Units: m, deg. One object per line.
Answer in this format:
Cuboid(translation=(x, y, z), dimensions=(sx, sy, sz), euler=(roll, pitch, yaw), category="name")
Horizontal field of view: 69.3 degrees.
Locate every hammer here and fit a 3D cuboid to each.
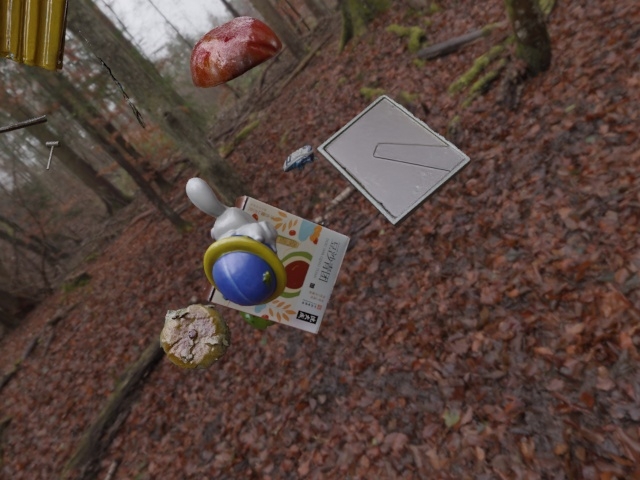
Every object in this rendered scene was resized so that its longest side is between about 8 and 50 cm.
Cuboid(translation=(-1.066, -0.367, 1.540), dimensions=(0.297, 0.027, 0.125), euler=(-27, 0, -33), category="hammer")
Cuboid(translation=(-0.817, -0.256, 1.403), dimensions=(0.019, 0.035, 0.110), euler=(99, 165, -59), category="hammer")

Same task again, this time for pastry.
Cuboid(translation=(-0.459, 0.356, 1.695), dimensions=(0.256, 0.236, 0.121), euler=(-11, -10, -1), category="pastry")

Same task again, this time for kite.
Cuboid(translation=(-0.551, -0.425, 1.250), dimensions=(0.015, 0.286, 0.152), euler=(-34, 23, -11), category="kite")

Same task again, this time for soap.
Cuboid(translation=(-0.851, -0.680, 1.356), dimensions=(0.096, 0.204, 0.325), euler=(-124, 48, -62), category="soap")

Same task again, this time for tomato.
Cuboid(translation=(-0.298, -0.645, 1.547), dimensions=(0.338, 0.144, 0.338), euler=(-18, 35, 13), category="tomato")

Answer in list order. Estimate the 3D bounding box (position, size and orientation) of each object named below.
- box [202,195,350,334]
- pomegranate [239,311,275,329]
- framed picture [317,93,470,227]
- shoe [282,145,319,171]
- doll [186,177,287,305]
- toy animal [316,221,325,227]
Cuboid(translation=(-0.141, 0.083, 1.520), dimensions=(0.122, 0.385, 0.345), euler=(3, 73, 68), category="box")
Cuboid(translation=(-0.166, 0.211, 1.720), dimensions=(0.236, 0.301, 0.236), euler=(-175, 90, -84), category="pomegranate")
Cuboid(translation=(0.137, -0.169, 0.920), dimensions=(0.192, 0.018, 0.265), euler=(-40, 56, 0), category="framed picture")
Cuboid(translation=(-0.079, -0.294, 1.730), dimensions=(0.142, 0.071, 0.064), euler=(-28, 31, 19), category="shoe")
Cuboid(translation=(-0.170, 0.000, 0.990), dimensions=(0.159, 0.311, 0.243), euler=(-20, 33, 28), category="doll")
Cuboid(translation=(0.000, 0.000, 1.798), dimensions=(0.064, 0.136, 0.047), euler=(-14, 26, 4), category="toy animal")
